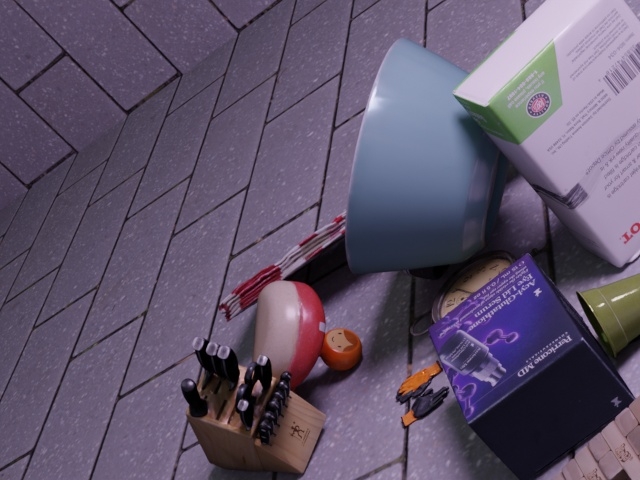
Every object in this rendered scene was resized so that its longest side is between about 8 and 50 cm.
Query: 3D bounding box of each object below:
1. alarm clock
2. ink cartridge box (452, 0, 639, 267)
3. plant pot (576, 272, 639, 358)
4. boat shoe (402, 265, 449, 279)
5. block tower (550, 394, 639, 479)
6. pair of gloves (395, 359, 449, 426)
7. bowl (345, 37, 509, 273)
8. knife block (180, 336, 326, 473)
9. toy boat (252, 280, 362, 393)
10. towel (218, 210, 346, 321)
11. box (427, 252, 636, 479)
[{"bbox_3d":[0.191,0.084,1.489,0.192,0.064,0.129,-22,32,35],"label":"alarm clock"},{"bbox_3d":[0.322,-0.136,1.389,0.198,0.273,0.115,-44,21,-1],"label":"ink cartridge box"},{"bbox_3d":[0.332,0.072,1.283,0.079,0.083,0.083,-29,25,4],"label":"plant pot"},{"bbox_3d":[0.199,-0.035,1.671,0.076,0.080,0.228,24,63,40],"label":"boat shoe"},{"bbox_3d":[0.274,0.225,1.034,0.335,0.097,0.091,-46,22,13],"label":"block tower"},{"bbox_3d":[0.126,0.190,1.483,0.074,0.010,0.083,-38,25,12],"label":"pair of gloves"},{"bbox_3d":[0.152,-0.093,1.523,0.163,0.312,0.312,12,48,14],"label":"bowl"},{"bbox_3d":[-0.127,0.212,1.549,0.275,0.242,0.088,-10,48,52],"label":"knife block"},{"bbox_3d":[-0.017,0.145,1.636,0.231,0.151,0.151,104,169,-71],"label":"toy boat"},{"bbox_3d":[0.000,0.000,1.842,0.329,0.037,0.237,-38,-3,18],"label":"towel"},{"bbox_3d":[0.225,0.135,1.298,0.153,0.108,0.207,-39,24,9],"label":"box"}]
